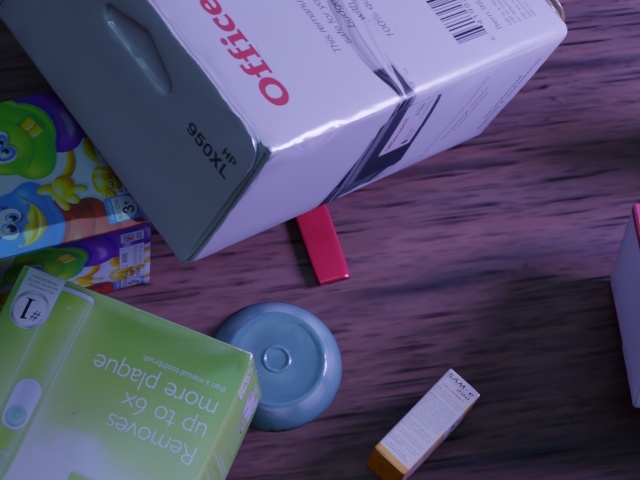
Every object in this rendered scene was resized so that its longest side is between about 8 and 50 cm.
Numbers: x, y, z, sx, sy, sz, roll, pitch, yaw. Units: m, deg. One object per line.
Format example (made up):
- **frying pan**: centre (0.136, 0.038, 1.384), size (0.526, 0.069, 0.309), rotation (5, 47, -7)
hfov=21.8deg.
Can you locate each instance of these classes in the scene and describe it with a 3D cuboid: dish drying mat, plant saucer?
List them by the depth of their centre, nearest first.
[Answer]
- **plant saucer**: centre (-0.039, 0.106, 1.448), size (0.119, 0.021, 0.119), rotation (2, 68, -5)
- **dish drying mat**: centre (0.000, 0.000, 1.502), size (0.032, 0.008, 0.083), rotation (-15, 70, -13)

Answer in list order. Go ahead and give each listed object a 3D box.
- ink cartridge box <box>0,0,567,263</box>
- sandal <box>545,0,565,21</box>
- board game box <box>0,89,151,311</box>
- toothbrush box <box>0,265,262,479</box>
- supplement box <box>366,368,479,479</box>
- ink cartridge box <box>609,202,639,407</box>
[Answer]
- **ink cartridge box**: centre (-0.028, -0.187, 1.409), size (0.395, 0.166, 0.285), rotation (-25, 71, -43)
- **sandal**: centre (0.153, -0.249, 1.589), size (0.180, 0.072, 0.049), rotation (33, 84, 9)
- **board game box**: centre (-0.295, -0.017, 1.403), size (0.275, 0.142, 0.144), rotation (-15, 71, -12)
- **toothbrush box**: centre (-0.196, 0.194, 1.324), size (0.206, 0.122, 0.283), rotation (21, 72, 10)
- **supplement box**: centre (0.088, 0.162, 1.418), size (0.036, 0.062, 0.098), rotation (42, 71, 11)
- **ink cartridge box**: centre (0.386, 0.066, 1.436), size (0.237, 0.100, 0.172), rotation (6, 38, -4)
